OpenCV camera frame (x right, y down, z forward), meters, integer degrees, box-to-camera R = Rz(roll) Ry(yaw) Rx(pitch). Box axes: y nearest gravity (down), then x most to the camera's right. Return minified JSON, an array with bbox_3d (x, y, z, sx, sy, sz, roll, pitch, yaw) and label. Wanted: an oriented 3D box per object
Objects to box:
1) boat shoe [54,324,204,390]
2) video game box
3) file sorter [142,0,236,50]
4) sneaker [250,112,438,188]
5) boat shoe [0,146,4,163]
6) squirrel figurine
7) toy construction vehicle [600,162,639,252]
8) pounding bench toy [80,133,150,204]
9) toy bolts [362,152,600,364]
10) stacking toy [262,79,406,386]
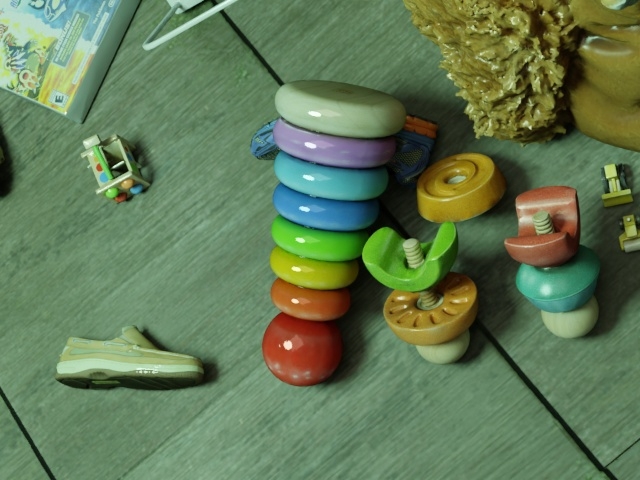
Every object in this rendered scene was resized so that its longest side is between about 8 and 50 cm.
[{"bbox_3d":[-0.221,0.132,1.621,0.190,0.068,0.072,0,67,20],"label":"boat shoe"},{"bbox_3d":[-0.340,-0.274,1.760,0.187,0.048,0.205,23,86,25],"label":"video game box"},{"bbox_3d":[-0.185,-0.388,1.571,0.193,0.173,0.277,-25,111,25],"label":"file sorter"},{"bbox_3d":[0.022,-0.099,1.577,0.221,0.083,0.087,1,85,23],"label":"sneaker"},{"bbox_3d":[-0.420,-0.111,1.752,0.050,0.045,0.135,-23,69,24],"label":"boat shoe"},{"bbox_3d":[0.272,-0.231,1.356,0.397,0.370,0.281,-10,75,17],"label":"squirrel figurine"},{"bbox_3d":[0.341,-0.041,1.471,0.086,0.035,0.098,-10,75,17],"label":"toy construction vehicle"},{"bbox_3d":[-0.250,-0.086,1.665,0.052,0.083,0.065,-28,70,12],"label":"pounding bench toy"},{"bbox_3d":[0.192,0.026,1.486,0.228,0.158,0.218,-3,37,29],"label":"toy bolts"},{"bbox_3d":[0.000,0.000,1.508,0.141,0.141,0.330,16,108,22],"label":"stacking toy"}]
